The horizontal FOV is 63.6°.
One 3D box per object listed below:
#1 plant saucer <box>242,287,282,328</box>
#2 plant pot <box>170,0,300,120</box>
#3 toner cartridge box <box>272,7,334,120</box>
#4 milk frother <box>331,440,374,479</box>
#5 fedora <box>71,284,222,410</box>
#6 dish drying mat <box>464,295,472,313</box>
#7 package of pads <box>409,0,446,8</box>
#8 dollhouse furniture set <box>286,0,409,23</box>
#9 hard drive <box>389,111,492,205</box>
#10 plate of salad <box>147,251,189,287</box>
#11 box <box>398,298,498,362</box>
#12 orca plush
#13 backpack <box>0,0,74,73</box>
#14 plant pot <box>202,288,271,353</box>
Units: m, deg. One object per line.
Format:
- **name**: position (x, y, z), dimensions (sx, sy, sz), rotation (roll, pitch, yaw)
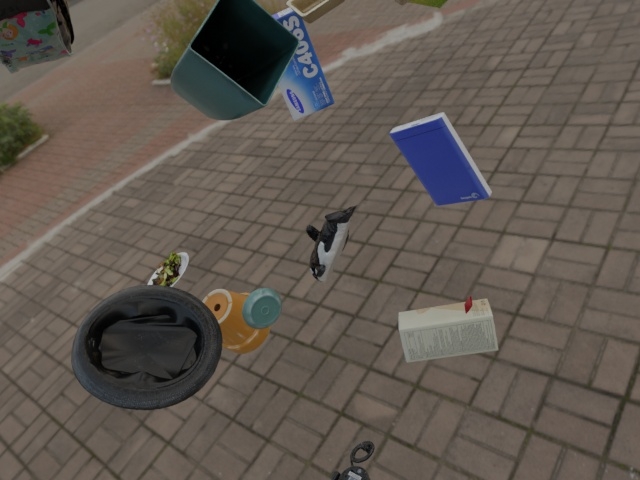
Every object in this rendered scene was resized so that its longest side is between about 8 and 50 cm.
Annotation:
- **plant saucer**: position (-0.155, 0.189, 1.412), dimensions (0.119, 0.119, 0.021), rotation (-40, 29, -16)
- **plant pot**: position (-0.192, -0.340, 1.019), dimensions (0.234, 0.165, 0.165), rotation (-10, 51, 56)
- **toner cartridge box**: position (-0.088, -0.608, 1.794), dimensions (0.165, 0.348, 0.075), rotation (-23, 36, 6)
- **milk frother**: position (0.115, 0.606, 1.303), dimensions (0.143, 0.135, 0.129), rotation (-39, 35, -16)
- **fedora**: position (-0.398, 0.265, 1.222), dimensions (0.334, 0.152, 0.334), rotation (3, 56, -5)
- **dish drying mat**: position (0.437, 0.190, 1.523), dimensions (0.008, 0.083, 0.032), rotation (-4, 67, 4)
- **package of pads**: position (0.248, -0.643, 1.161), dimensions (0.229, 0.101, 0.296), rotation (2, -3, -16)
- **dollhouse furniture set**: position (0.026, -0.269, 0.518), dimensions (0.114, 0.081, 0.091), rotation (-37, 63, -10)
- **hard drive**: position (0.386, -0.251, 1.666), dimensions (0.210, 0.318, 0.040), rotation (-6, 41, 51)
- **plate of salad**: position (-0.533, 0.113, 1.770), dimensions (0.200, 0.048, 0.200), rotation (-27, 35, 21)
- **box**: position (0.431, 0.309, 1.764), dimensions (0.311, 0.148, 0.121), rotation (-10, 22, 12)
- **orca plush**: position (0.000, 0.000, 1.270), dimensions (0.102, 0.287, 0.151), rotation (29, 68, 9)
- **backpack**: position (-0.454, -0.355, 0.714), dimensions (0.191, 0.225, 0.253), rotation (-24, 5, -10)
- **plant pot**: position (-0.296, 0.254, 1.721), dimensions (0.205, 0.188, 0.205), rotation (-13, 59, 22)
